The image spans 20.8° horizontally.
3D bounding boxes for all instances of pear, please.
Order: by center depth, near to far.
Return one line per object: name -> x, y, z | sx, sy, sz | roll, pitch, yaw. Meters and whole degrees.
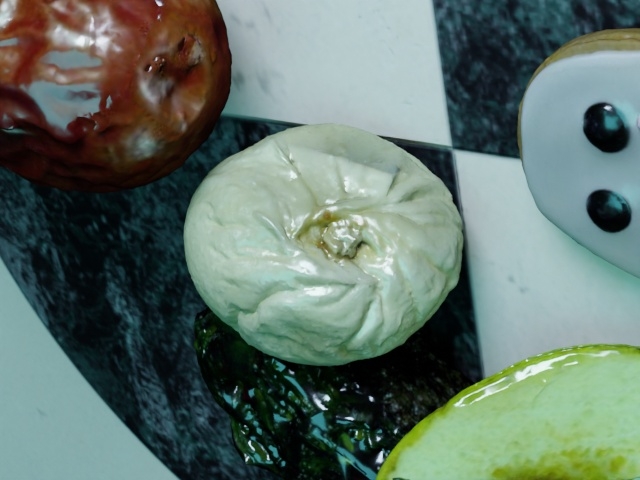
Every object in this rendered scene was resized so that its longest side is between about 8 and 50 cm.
pear -> 0.207, 0.192, 1.163 | 0.288, 0.139, 0.239 | -6, 124, 25

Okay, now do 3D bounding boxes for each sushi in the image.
sushi -> 0.011, 0.112, 1.260 | 0.225, 0.127, 0.124 | 43, 136, 7

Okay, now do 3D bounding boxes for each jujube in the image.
jujube -> -0.185, -0.134, 1.183 | 0.290, 0.197, 0.197 | 23, 134, 43

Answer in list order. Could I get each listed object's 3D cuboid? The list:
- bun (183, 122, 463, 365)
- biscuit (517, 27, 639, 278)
bun -> 0.000, 0.000, 1.164 | 0.188, 0.164, 0.111 | 26, 168, 13
biscuit -> 0.209, -0.046, 1.049 | 0.208, 0.049, 0.181 | -2, 119, 36
